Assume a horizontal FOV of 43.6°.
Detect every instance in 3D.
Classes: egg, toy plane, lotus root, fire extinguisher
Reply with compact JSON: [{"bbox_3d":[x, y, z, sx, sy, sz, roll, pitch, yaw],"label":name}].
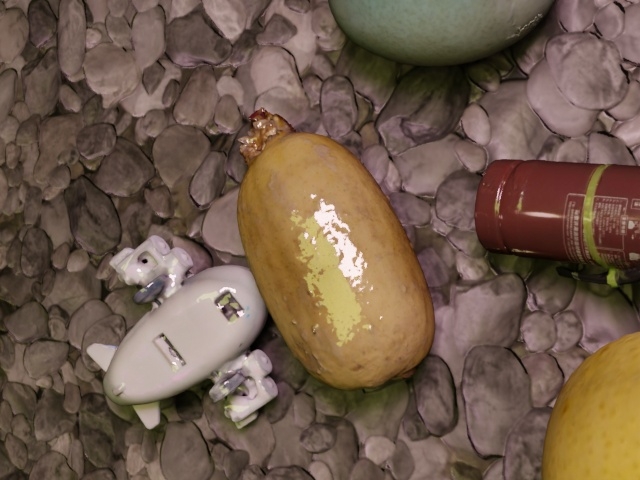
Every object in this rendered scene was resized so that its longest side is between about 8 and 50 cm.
[{"bbox_3d":[0.119,-0.258,0.791,0.236,0.169,0.169,0,90,30],"label":"egg"},{"bbox_3d":[-0.165,0.120,0.963,0.266,0.122,0.267,5,107,16],"label":"toy plane"},{"bbox_3d":[0.000,0.000,0.860,0.169,0.151,0.343,-31,79,23],"label":"lotus root"},{"bbox_3d":[0.312,-0.004,0.705,0.341,0.141,0.105,9,52,38],"label":"fire extinguisher"}]

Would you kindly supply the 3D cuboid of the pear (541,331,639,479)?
[{"bbox_3d":[0.343,0.196,0.581,0.348,0.348,0.349,0,90,27],"label":"pear"}]
